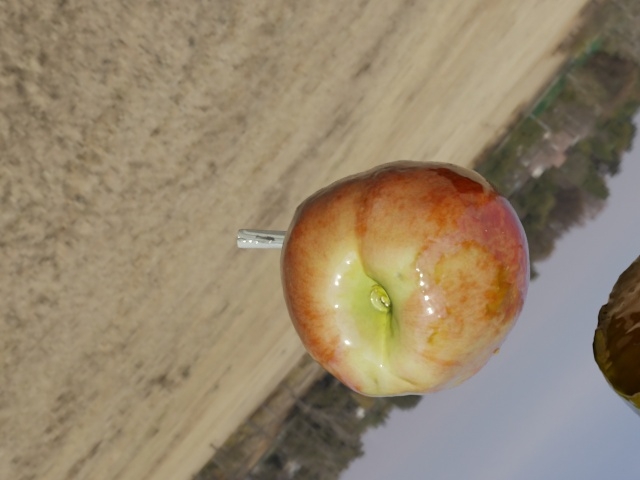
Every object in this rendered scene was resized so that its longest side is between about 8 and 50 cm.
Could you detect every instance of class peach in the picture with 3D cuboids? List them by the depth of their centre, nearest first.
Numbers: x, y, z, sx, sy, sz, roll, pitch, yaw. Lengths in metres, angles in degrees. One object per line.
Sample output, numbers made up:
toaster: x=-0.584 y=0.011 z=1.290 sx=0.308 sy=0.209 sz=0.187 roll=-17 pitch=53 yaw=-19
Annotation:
peach: x=0.088 y=0.030 z=0.932 sx=0.232 sy=0.232 sz=0.257 roll=-53 pitch=171 yaw=26

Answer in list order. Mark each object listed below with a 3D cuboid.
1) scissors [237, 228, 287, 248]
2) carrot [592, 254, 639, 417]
scissors: x=0.000 y=0.000 z=1.418 sx=0.118 sy=0.242 sz=0.030 roll=-75 pitch=165 yaw=-61
carrot: x=0.334 y=0.069 z=0.706 sx=0.241 sy=0.340 sz=0.241 roll=-33 pitch=-155 yaw=18
